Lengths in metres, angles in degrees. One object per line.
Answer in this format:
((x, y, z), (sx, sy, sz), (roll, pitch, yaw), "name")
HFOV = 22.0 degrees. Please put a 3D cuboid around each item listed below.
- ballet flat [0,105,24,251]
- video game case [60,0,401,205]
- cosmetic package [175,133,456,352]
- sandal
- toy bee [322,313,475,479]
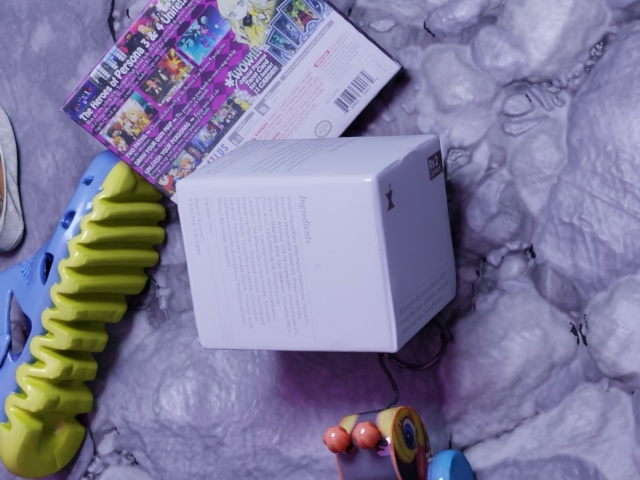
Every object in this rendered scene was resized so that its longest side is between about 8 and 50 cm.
((-0.330, -0.071, 1.636), (0.057, 0.052, 0.168), (-23, 71, 20), "ballet flat")
((-0.080, -0.140, 1.479), (0.210, 0.042, 0.232), (39, 100, -11), "video game case")
((0.000, 0.000, 1.389), (0.183, 0.151, 0.151), (0, 107, 25), "cosmetic package")
((-0.256, 0.055, 1.543), (0.138, 0.126, 0.317), (25, 90, 31), "sandal")
((0.048, 0.204, 1.349), (0.195, 0.162, 0.298), (-34, 68, 17), "toy bee")
